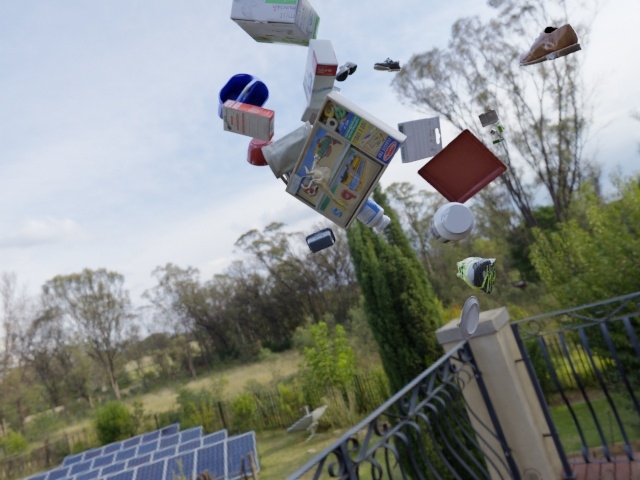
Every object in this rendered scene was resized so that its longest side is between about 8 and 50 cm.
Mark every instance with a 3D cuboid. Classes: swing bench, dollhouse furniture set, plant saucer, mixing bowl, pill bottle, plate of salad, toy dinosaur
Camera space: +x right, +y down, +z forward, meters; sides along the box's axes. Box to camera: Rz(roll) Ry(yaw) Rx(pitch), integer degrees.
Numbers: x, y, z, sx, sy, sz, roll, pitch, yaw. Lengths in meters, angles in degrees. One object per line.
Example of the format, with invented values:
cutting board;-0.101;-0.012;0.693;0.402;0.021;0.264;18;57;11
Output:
swing bench;-0.095;-0.382;2.071;0.253;0.165;0.254;-28;-26;12
dollhouse furniture set;0.769;-0.508;1.962;0.076;0.152;0.058;-19;9;43
plant saucer;0.569;-0.294;1.791;0.259;0.258;0.048;-43;23;29
mixing bowl;-0.292;-0.463;2.207;0.181;0.181;0.098;-16;-44;-7
pill bottle;0.248;-0.145;2.278;0.124;0.221;0.124;-50;7;8
plate of salad;0.672;0.350;2.008;0.048;0.200;0.200;6;9;42
pill bottle;0.377;-0.050;1.264;0.108;0.108;0.193;-18;-7;6
toy dinosaur;-0.005;-0.166;1.271;0.092;0.183;0.053;-28;-15;18

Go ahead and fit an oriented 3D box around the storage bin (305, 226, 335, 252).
storage bin;0.000;0.000;2.046;0.135;0.098;0.091;-22;14;3

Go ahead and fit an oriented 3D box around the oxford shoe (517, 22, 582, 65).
oxford shoe;0.534;-0.462;1.042;0.076;0.076;0.212;-21;12;-1

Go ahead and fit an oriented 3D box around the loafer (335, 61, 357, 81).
loafer;0.115;-0.841;2.195;0.170;0.061;0.062;-45;-17;-38

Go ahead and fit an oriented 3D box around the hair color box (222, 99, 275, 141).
hair color box;-0.237;-0.396;1.459;0.167;0.053;0.093;15;-46;7

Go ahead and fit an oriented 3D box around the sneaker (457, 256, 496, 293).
sneaker;0.632;0.141;1.819;0.147;0.145;0.384;2;-2;27

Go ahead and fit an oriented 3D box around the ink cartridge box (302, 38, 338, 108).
ink cartridge box;-0.003;-0.536;1.432;0.072;0.127;0.175;-4;-32;-14

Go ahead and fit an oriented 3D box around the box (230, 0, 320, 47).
box;-0.165;-0.829;1.650;0.262;0.127;0.231;13;6;17

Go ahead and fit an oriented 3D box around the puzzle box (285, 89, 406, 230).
puzzle box;0.066;-0.242;1.447;0.052;0.272;0.409;-54;-5;-47

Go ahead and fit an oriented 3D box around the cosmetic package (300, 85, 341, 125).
cosmetic package;0.004;-0.655;2.127;0.151;0.184;0.151;18;-45;-18

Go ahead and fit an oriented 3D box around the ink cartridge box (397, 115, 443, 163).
ink cartridge box;0.470;-0.475;2.075;0.232;0.189;0.066;-19;17;-34

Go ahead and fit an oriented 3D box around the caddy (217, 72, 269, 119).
caddy;-0.435;-0.798;2.489;0.241;0.341;0.179;29;-34;-7

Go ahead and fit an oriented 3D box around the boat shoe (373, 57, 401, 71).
boat shoe;0.347;-0.918;2.301;0.206;0.065;0.075;-13;18;-42
